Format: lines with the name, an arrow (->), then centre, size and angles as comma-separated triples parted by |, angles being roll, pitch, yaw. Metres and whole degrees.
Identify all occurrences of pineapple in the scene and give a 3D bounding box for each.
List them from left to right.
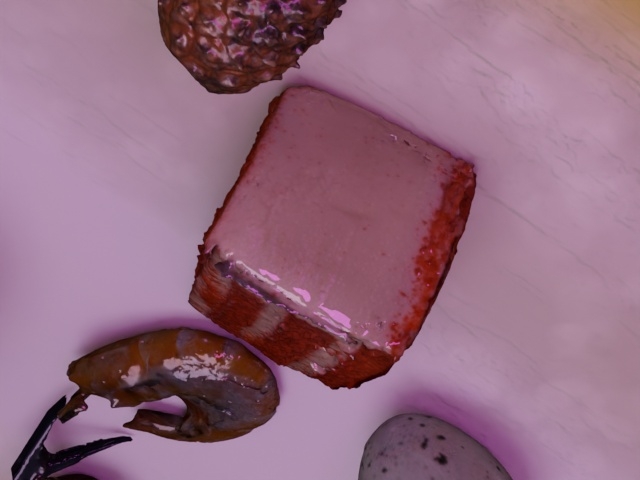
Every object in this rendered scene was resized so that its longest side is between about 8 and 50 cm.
pineapple -> -0.012, -0.174, 1.120 | 0.108, 0.108, 0.198 | 44, 124, -17

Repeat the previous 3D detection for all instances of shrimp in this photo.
shrimp -> -0.122, 0.126, 1.447 | 0.187, 0.051, 0.132 | -3, 127, 20

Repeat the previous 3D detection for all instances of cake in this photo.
cake -> 0.000, 0.000, 1.295 | 0.158, 0.159, 0.262 | 29, 168, -4

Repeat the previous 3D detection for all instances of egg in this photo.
egg -> 0.088, 0.207, 1.387 | 0.131, 0.131, 0.164 | -23, 94, 35

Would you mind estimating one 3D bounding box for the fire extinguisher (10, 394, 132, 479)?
fire extinguisher -> -0.182, 0.280, 1.581 | 0.138, 0.102, 0.344 | -24, 121, -1
